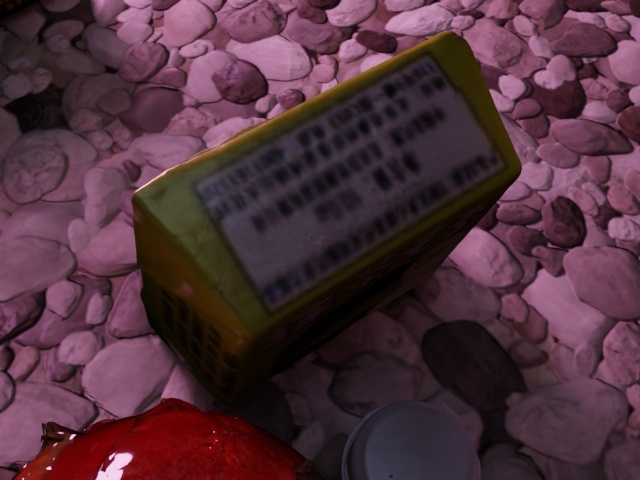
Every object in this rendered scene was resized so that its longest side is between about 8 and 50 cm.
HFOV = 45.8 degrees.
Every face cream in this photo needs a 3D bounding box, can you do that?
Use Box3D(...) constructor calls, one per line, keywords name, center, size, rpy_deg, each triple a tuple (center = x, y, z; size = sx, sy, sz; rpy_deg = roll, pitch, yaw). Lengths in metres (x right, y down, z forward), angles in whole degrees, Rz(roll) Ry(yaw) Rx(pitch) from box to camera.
Box3D(name="face cream", center=(0.074, 0.198, 0.642), size=(0.117, 0.104, 0.117), rpy_deg=(2, 59, -3))

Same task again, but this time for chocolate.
Box3D(name="chocolate", center=(0.000, 0.000, 0.662), size=(0.301, 0.289, 0.137), rpy_deg=(-32, 76, -21))

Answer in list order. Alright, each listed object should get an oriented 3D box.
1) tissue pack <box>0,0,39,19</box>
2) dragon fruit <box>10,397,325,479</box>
Box3D(name="tissue pack", center=(-0.499, -0.361, 0.905), size=(0.370, 0.210, 0.198), rpy_deg=(-37, 61, -22))
Box3D(name="dragon fruit", center=(-0.095, 0.263, 0.493), size=(0.295, 0.295, 0.302), rpy_deg=(-9, 44, -9))
